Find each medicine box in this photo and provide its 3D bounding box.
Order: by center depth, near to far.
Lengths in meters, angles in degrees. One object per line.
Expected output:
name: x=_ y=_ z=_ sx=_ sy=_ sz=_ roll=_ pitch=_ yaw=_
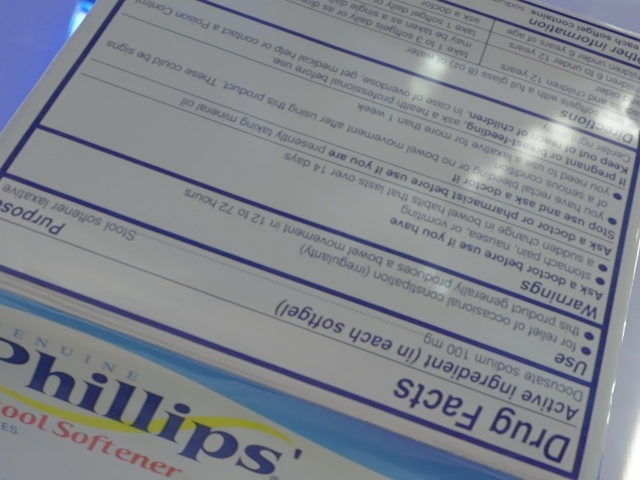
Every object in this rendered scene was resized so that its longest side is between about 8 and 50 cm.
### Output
medicine box: x=0.000 y=0.000 z=0.625 sx=0.264 sy=0.289 sz=0.149 roll=20 pitch=-43 yaw=3
